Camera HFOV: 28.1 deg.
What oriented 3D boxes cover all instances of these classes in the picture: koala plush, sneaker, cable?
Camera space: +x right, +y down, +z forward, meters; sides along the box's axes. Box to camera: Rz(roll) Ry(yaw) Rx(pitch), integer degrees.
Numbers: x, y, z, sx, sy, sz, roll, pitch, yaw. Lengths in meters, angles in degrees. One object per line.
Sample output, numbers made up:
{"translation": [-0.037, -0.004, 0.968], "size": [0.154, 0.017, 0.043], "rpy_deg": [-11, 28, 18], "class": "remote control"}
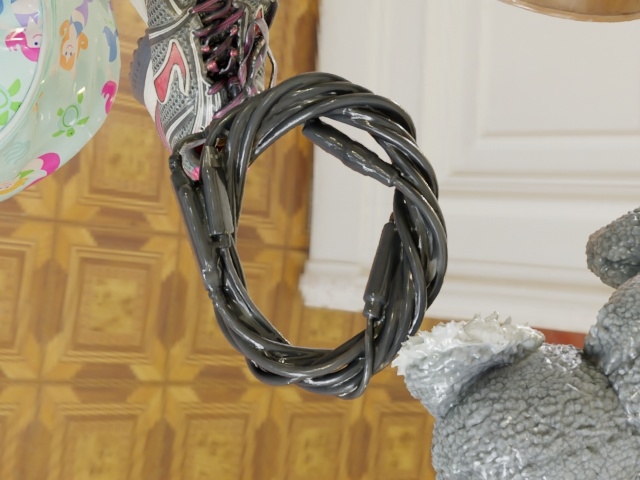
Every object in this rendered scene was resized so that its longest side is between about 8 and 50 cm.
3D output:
{"translation": [0.160, 0.095, 0.708], "size": [0.221, 0.203, 0.196], "rpy_deg": [-15, 95, -7], "class": "koala plush"}
{"translation": [-0.075, -0.149, 0.967], "size": [0.120, 0.299, 0.112], "rpy_deg": [-23, 70, -15], "class": "sneaker"}
{"translation": [0.000, 0.000, 0.738], "size": [0.047, 0.150, 0.185], "rpy_deg": [30, 40, -82], "class": "cable"}

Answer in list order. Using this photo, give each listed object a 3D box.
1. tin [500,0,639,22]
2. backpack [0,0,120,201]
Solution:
{"translation": [0.103, -0.157, 0.597], "size": [0.106, 0.190, 0.040], "rpy_deg": [7, 124, -12], "class": "tin"}
{"translation": [-0.240, -0.141, 0.716], "size": [0.191, 0.225, 0.254], "rpy_deg": [-11, 79, -77], "class": "backpack"}
